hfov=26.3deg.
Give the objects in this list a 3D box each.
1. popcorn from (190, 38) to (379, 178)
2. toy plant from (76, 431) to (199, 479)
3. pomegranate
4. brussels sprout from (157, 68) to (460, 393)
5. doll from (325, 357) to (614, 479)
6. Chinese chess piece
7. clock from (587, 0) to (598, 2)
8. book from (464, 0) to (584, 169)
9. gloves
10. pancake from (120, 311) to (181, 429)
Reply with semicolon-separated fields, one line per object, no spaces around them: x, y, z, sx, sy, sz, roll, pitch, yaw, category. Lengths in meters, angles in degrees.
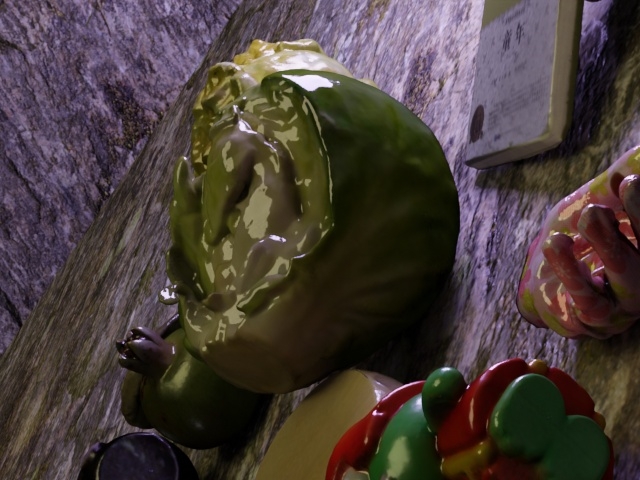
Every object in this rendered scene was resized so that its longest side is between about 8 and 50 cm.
-0.043;-0.117;1.893;0.312;0.312;0.312;-49;21;27;popcorn
-0.251;0.370;1.869;0.235;0.175;0.218;99;-164;-57;toy plant
-0.172;0.186;1.871;0.179;0.210;0.179;-10;55;15;pomegranate
0.000;0.000;1.561;0.276;0.315;0.371;-4;60;48;brussels sprout
0.100;0.211;1.166;0.363;0.182;0.160;-44;12;46;doll
0.022;0.257;1.424;0.251;0.097;0.251;-49;22;28;Chinese chess piece
0.378;-0.438;1.548;0.309;0.114;0.284;-46;25;37;clock
0.235;-0.264;1.570;0.239;0.035;0.352;161;117;-73;book
0.258;0.005;1.179;0.145;0.126;0.241;-41;7;-27;gloves
-0.220;0.176;2.047;0.242;0.050;0.242;-50;-18;-23;pancake
